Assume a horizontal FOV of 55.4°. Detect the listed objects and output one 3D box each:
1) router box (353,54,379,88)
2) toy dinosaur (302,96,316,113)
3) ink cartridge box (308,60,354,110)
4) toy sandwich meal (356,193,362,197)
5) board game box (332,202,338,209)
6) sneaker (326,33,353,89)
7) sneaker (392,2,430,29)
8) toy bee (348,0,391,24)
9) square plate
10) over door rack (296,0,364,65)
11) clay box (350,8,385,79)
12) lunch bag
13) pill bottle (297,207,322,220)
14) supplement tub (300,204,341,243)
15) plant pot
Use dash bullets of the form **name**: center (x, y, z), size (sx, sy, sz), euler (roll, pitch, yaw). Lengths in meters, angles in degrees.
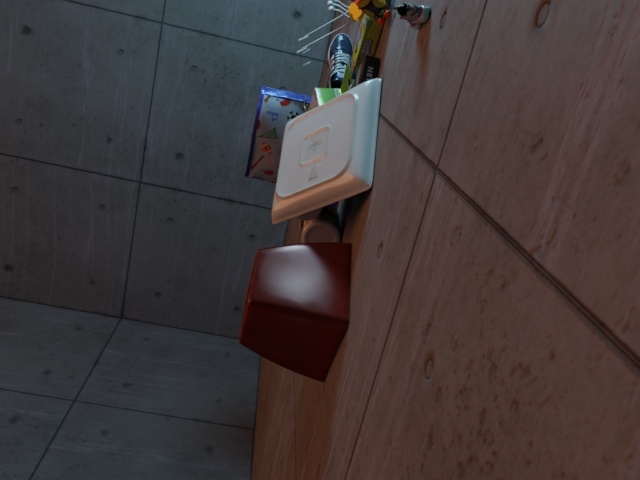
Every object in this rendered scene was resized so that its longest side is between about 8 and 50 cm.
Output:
- **router box**: center (0.119, -0.411, 1.720), size (0.133, 0.046, 0.179), euler (136, 144, -78)
- **toy dinosaur**: center (0.040, -0.299, 1.742), size (0.160, 0.121, 0.314), euler (116, 142, -65)
- **ink cartridge box**: center (0.039, -0.446, 2.047), size (0.255, 0.097, 0.189), euler (111, 152, -57)
- **toy sandwich meal**: center (0.095, -0.147, 1.553), size (0.085, 0.029, 0.086), euler (-169, 90, -83)
- **board game box**: center (0.000, 0.000, 2.027), size (0.208, 0.056, 0.347), euler (170, 111, -87)
- **sneaker**: center (0.075, -0.625, 2.205), size (0.153, 0.099, 0.282), euler (-179, 97, -84)
- **sneaker**: center (0.177, -0.458, 1.230), size (0.098, 0.069, 0.038), euler (-155, 77, -83)
- **toy bee**: center (0.133, -0.667, 1.675), size (0.298, 0.162, 0.195), euler (-48, 8, -29)
- **square plate**: center (0.002, -0.239, 1.599), size (0.347, 0.049, 0.344), euler (-18, 53, 40)
- **over door rack**: center (0.030, -0.804, 2.237), size (0.324, 0.108, 0.239), euler (-36, 24, 19)
- **clay box**: center (0.141, -0.607, 1.826), size (0.127, 0.053, 0.222), euler (-87, 10, -48)
- **lunch bag**: center (-0.108, -0.419, 2.426), size (0.385, 0.327, 0.239), euler (106, 173, -47)
- **pill bottle**: center (-0.041, -0.145, 1.751), size (0.216, 0.121, 0.121), euler (-91, 14, -61)
- **supplement tub**: center (-0.001, -0.046, 1.804), size (0.190, 0.117, 0.117), euler (-94, 17, -62)
- **plant pot**: center (-0.070, 0.161, 1.546), size (0.267, 0.235, 0.267), euler (-85, 10, -45)
